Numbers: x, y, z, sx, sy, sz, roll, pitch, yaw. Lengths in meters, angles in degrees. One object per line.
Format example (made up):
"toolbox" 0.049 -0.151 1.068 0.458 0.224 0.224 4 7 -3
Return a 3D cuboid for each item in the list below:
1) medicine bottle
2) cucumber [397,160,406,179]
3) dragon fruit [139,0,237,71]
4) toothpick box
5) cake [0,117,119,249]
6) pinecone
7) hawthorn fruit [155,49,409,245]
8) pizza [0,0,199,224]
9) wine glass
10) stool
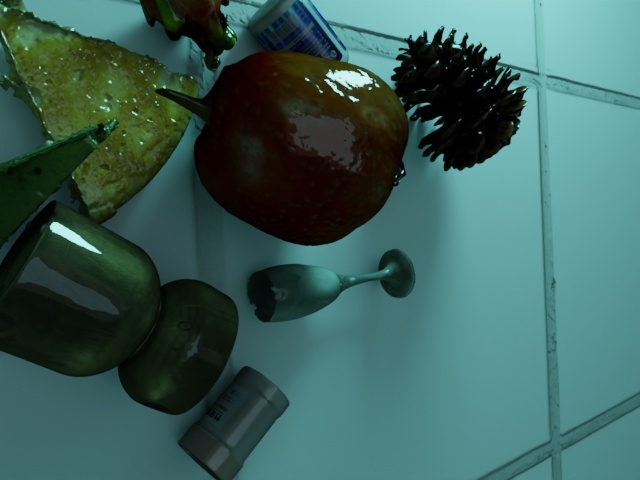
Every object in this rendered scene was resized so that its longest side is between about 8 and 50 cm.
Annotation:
"medicine bottle" -0.022 -0.322 0.900 0.191 0.107 0.107 45 64 -28
"cucumber" 0.108 -0.213 1.036 0.058 0.052 0.214 -23 104 1
"dragon fruit" -0.176 -0.332 0.767 0.175 0.139 0.142 56 36 -36
"toothpick box" -0.130 0.281 0.816 0.149 0.098 0.098 -47 116 -28
"cake" -0.322 -0.054 0.605 0.235 0.100 0.099 -22 114 2
"pinecone" 0.258 -0.281 1.048 0.292 0.246 0.246 45 63 -7
"hawthorn fruit" -0.058 -0.148 0.778 0.369 0.285 0.284 13 81 -25
"pizza" -0.310 -0.204 0.706 0.287 0.075 0.280 49 58 -25
"wine glass" 0.000 0.000 0.963 0.310 0.096 0.264 -6 70 -36
"stool" -0.261 0.091 0.669 0.264 0.179 0.179 35 69 -32
